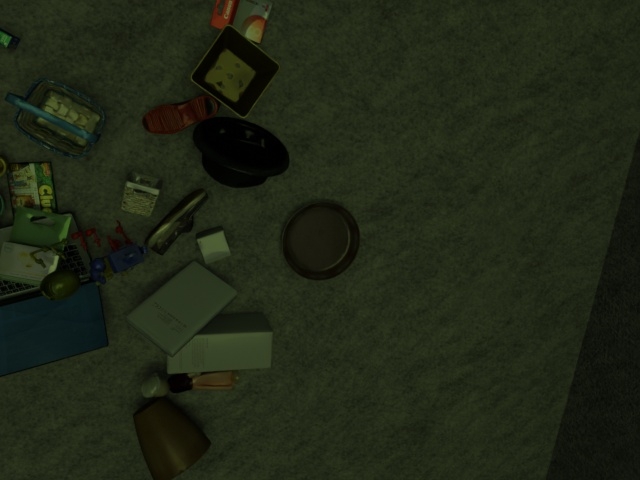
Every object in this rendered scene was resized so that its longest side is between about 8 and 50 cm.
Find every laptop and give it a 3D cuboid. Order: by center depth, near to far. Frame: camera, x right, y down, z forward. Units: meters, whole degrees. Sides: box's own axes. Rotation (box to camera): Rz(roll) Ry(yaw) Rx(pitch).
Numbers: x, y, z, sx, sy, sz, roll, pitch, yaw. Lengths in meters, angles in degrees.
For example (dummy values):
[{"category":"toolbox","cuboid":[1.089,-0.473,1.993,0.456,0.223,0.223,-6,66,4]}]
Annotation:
[{"category":"laptop","cuboid":[-0.937,0.172,1.724,0.382,0.236,0.407,-15,121,-13]}]

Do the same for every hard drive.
[{"category":"hard drive","cuboid":[-0.470,0.225,1.835,0.210,0.040,0.319,33,50,15]}]

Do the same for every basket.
[{"category":"basket","cuboid":[-0.782,-0.364,1.619,0.255,0.289,0.201,28,89,-17]},{"category":"basket","cuboid":[-0.599,-0.156,1.791,0.113,0.167,0.103,15,105,-18]}]

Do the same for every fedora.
[{"category":"fedora","cuboid":[-0.281,-0.280,1.833,0.334,0.334,0.152,13,132,-18]}]

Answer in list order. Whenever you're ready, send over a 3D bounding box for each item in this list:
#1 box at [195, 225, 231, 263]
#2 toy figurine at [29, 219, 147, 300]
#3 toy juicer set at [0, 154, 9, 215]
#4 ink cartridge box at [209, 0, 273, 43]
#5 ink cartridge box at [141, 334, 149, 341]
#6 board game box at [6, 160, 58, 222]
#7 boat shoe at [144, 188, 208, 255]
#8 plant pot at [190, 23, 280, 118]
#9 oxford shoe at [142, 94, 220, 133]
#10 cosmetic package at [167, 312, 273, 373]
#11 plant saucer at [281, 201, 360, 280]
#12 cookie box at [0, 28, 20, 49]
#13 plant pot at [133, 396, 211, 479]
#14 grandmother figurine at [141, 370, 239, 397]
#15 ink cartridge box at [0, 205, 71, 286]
[{"category":"box","cuboid":[-0.385,0.014,1.929,0.101,0.087,0.101,-19,107,-11]},{"category":"toy figurine","cuboid":[-0.681,0.048,1.693,0.363,0.217,0.191,-28,105,-53]},{"category":"toy juicer set","cuboid":[-1.106,-0.124,1.679,0.209,0.089,0.328,9,107,-16]},{"category":"ink cartridge box","cuboid":[-0.265,-0.764,1.803,0.179,0.045,0.145,16,98,-21]},{"category":"ink cartridge box","cuboid":[-0.523,0.252,1.896,0.225,0.181,0.056,-23,118,-9]},{"category":"board game box","cuboid":[-0.947,-0.128,1.769,0.136,0.030,0.259,-6,105,-16]},{"category":"boat shoe","cuboid":[-0.491,-0.064,1.879,0.285,0.103,0.092,-44,115,2]},{"category":"plant pot","cuboid":[-0.288,-0.549,1.770,0.212,0.187,0.212,35,92,-19]},{"category":"oxford shoe","cuboid":[-0.464,-0.422,1.807,0.272,0.098,0.096,-12,107,7]},{"category":"cosmetic package","cuboid":[-0.372,0.370,1.962,0.366,0.197,0.155,1,102,-15]},{"category":"plant saucer","cuboid":[0.000,0.000,2.055,0.311,0.050,0.310,-4,105,-14]},{"category":"cookie box","cuboid":[-0.976,-0.622,1.610,0.107,0.092,0.040,27,97,-19]},{"category":"plant pot","cuboid":[-0.578,0.719,1.987,0.237,0.237,0.254,-32,94,-6]},{"category":"grandmother figurine","cuboid":[-0.480,0.522,1.971,0.343,0.104,0.207,-2,140,-25]},{"category":"ink cartridge box","cuboid":[-0.907,0.021,1.697,0.171,0.056,0.234,12,89,-12]}]
